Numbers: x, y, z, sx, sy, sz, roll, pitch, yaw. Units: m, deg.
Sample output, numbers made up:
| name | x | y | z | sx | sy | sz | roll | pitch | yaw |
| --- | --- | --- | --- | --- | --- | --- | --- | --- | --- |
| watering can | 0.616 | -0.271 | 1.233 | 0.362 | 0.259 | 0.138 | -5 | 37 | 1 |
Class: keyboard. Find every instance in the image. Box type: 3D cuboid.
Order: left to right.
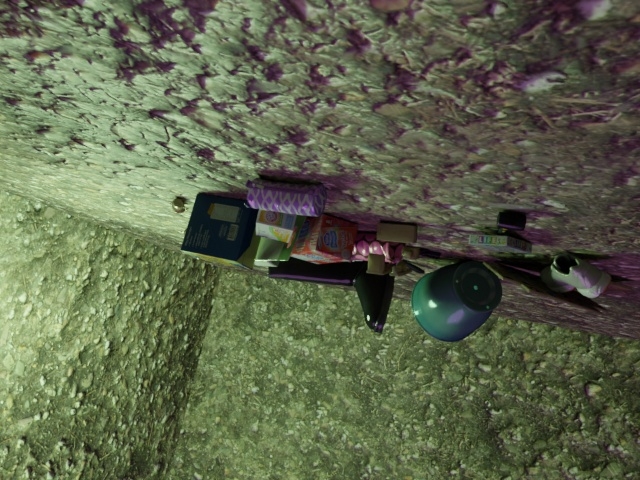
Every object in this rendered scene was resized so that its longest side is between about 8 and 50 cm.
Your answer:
| name | x | y | z | sx | sy | sz | roll | pitch | yaw |
| --- | --- | --- | --- | --- | --- | --- | --- | --- | --- |
| keyboard | 0.313 | 0.046 | 1.833 | 0.192 | 0.038 | 0.100 | 10 | 169 | 11 |

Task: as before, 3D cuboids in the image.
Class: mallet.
| name | x | y | z | sx | sy | sz | roll | pitch | yaw |
| --- | --- | --- | --- | --- | --- | --- | --- | --- | --- |
| mallet | 0.432 | -0.034 | 1.268 | 0.063 | 0.039 | 0.189 | 11 | 174 | 4 |

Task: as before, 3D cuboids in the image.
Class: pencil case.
| name | x | y | z | sx | sy | sz | roll | pitch | yaw |
| --- | --- | --- | --- | --- | --- | --- | --- | --- | --- |
| pencil case | -0.087 | -0.113 | 1.342 | 0.206 | 0.086 | 0.088 | 8 | 145 | 20 |
| pencil case | 0.173 | 0.027 | 1.727 | 0.209 | 0.098 | 0.095 | 1 | 165 | 45 |

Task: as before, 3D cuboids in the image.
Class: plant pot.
| name | x | y | z | sx | sy | sz | roll | pitch | yaw |
| --- | --- | --- | --- | --- | --- | --- | --- | --- | --- |
| plant pot | 0.493 | 0.195 | 1.872 | 0.272 | 0.271 | 0.255 | 14 | 154 | -8 |

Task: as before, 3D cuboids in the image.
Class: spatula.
| name | x | y | z | sx | sy | sz | roll | pitch | yaw |
| --- | --- | --- | --- | --- | --- | --- | --- | --- | --- |
| spatula | 0.297 | 0.083 | 2.070 | 0.297 | 0.030 | 0.084 | 19 | 163 | -30 |

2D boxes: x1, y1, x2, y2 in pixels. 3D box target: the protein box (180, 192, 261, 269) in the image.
| name | x | y | z | sx | sy | sz | roll | pitch | yaw |
| --- | --- | --- | --- | --- | --- | --- | --- | --- | --- |
| protein box | -0.311 | -0.028 | 1.731 | 0.201 | 0.199 | 0.136 | 10 | 169 | 18 |

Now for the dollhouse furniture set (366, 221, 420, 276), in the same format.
| name | x | y | z | sx | sy | sz | roll | pitch | yaw |
| --- | --- | --- | --- | --- | --- | --- | --- | --- | --- |
| dollhouse furniture set | 0.231 | 0.022 | 1.576 | 0.144 | 0.151 | 0.123 | 6 | -171 | 31 |

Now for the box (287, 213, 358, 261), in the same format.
| name | x | y | z | sx | sy | sz | roll | pitch | yaw |
| --- | --- | --- | --- | --- | --- | --- | --- | --- | --- |
| box | 0.000 | 0.000 | 1.719 | 0.128 | 0.122 | 0.257 | 17 | 169 | -22 |

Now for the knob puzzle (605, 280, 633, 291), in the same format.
| name | x | y | z | sx | sy | sz | roll | pitch | yaw |
| --- | --- | --- | --- | --- | --- | --- | --- | --- | --- |
| knob puzzle | 0.817 | 0.122 | 1.642 | 0.213 | 0.029 | 0.213 | 12 | 171 | 2 |

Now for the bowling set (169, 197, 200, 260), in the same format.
| name | x | y | z | sx | sy | sz | roll | pitch | yaw |
| --- | --- | --- | --- | --- | --- | --- | --- | --- | --- |
| bowling set | -0.432 | -0.026 | 1.937 | 0.287 | 0.199 | 0.154 | 19 | 170 | -12 |

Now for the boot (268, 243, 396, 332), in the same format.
| name | x | y | z | sx | sy | sz | roll | pitch | yaw |
| --- | --- | --- | --- | --- | --- | --- | --- | --- | --- |
| boot | 0.029 | 0.133 | 1.872 | 0.446 | 0.367 | 0.146 | 13 | 129 | 3 |

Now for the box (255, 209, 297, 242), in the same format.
| name | x | y | z | sx | sy | sz | roll | pitch | yaw |
| --- | --- | --- | --- | --- | --- | --- | --- | --- | --- |
| box | -0.122 | -0.071 | 1.511 | 0.103 | 0.114 | 0.203 | 13 | 169 | -5 |

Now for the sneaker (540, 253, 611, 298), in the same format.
| name | x | y | z | sx | sy | sz | roll | pitch | yaw |
| --- | --- | --- | --- | --- | --- | --- | --- | --- | --- |
| sneaker | 0.678 | 0.079 | 1.475 | 0.121 | 0.099 | 0.262 | 41 | 174 | -6 |

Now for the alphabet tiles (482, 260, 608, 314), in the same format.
| name | x | y | z | sx | sy | sz | roll | pitch | yaw |
| --- | --- | --- | --- | --- | --- | --- | --- | --- | --- |
| alphabet tiles | 0.677 | 0.140 | 1.621 | 0.343 | 0.011 | 0.285 | 18 | -167 | -7 |

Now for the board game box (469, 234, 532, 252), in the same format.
| name | x | y | z | sx | sy | sz | roll | pitch | yaw |
| --- | --- | --- | --- | --- | --- | --- | --- | --- | --- |
| board game box | 0.474 | 0.009 | 1.399 | 0.104 | 0.026 | 0.154 | 3 | 174 | 43 |

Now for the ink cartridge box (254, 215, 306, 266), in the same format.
| name | x | y | z | sx | sy | sz | roll | pitch | yaw |
| --- | --- | --- | --- | --- | --- | --- | --- | --- | --- |
| ink cartridge box | -0.129 | 0.001 | 1.745 | 0.235 | 0.171 | 0.056 | 1 | 153 | 48 |
